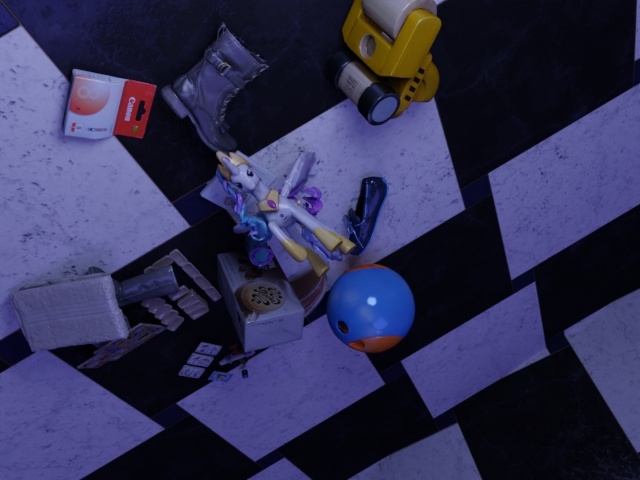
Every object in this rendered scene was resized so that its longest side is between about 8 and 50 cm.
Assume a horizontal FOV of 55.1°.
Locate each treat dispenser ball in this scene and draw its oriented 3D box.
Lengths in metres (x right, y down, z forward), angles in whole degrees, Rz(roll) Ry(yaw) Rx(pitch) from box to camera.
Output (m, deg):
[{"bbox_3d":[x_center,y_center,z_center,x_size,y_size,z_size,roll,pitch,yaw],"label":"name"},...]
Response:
[{"bbox_3d":[0.162,0.220,1.995,0.288,0.288,0.288,-16,135,-16],"label":"treat dispenser ball"}]

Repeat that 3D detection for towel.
[{"bbox_3d":[-0.649,0.188,1.590,0.282,0.049,0.187,-8,111,7],"label":"towel"}]

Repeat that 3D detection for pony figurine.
[{"bbox_3d":[-0.084,-0.077,1.533,0.303,0.363,0.351,-48,168,6],"label":"pony figurine"}]

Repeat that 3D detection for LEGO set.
[{"bbox_3d":[-0.335,0.406,2.085,0.244,0.060,0.182,17,125,-31],"label":"LEGO set"}]

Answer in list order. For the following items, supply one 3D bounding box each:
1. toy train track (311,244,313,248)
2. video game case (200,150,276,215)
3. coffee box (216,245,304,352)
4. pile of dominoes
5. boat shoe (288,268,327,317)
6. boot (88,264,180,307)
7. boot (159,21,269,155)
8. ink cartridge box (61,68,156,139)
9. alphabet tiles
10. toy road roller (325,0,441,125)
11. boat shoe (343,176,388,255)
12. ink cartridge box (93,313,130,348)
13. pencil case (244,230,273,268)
[{"bbox_3d":[0.000,0.000,1.900,0.083,0.014,0.048,-41,130,3],"label":"toy train track"},{"bbox_3d":[-0.217,-0.148,1.634,0.157,0.019,0.143,-45,135,16],"label":"video game case"},{"bbox_3d":[-0.177,0.157,1.738,0.168,0.297,0.119,-10,130,-20],"label":"coffee box"},{"bbox_3d":[-0.429,0.143,1.795,0.196,0.040,0.251,-32,129,4],"label":"pile of dominoes"},{"bbox_3d":[-0.116,0.199,1.945,0.324,0.123,0.116,-42,134,10],"label":"boat shoe"},{"bbox_3d":[-0.502,0.111,1.665,0.208,0.076,0.190,-13,145,-3],"label":"boot"},{"bbox_3d":[-0.211,-0.336,1.409,0.229,0.091,0.263,-38,135,8],"label":"boot"},{"bbox_3d":[-0.463,-0.287,1.350,0.179,0.045,0.145,6,127,-30],"label":"ink cartridge box"},{"bbox_3d":[-0.585,0.311,1.798,0.237,0.009,0.198,-32,167,1],"label":"alphabet tiles"},{"bbox_3d":[0.186,-0.446,1.457,0.240,0.202,0.329,-10,140,-38],"label":"toy road roller"},{"bbox_3d":[0.118,-0.079,1.845,0.089,0.109,0.258,7,109,-25],"label":"boat shoe"},{"bbox_3d":[-0.600,0.252,1.736,0.104,0.060,0.180,-18,165,-13],"label":"ink cartridge box"},{"bbox_3d":[-0.173,0.013,1.712,0.070,0.152,0.064,13,114,-20],"label":"pencil case"}]
